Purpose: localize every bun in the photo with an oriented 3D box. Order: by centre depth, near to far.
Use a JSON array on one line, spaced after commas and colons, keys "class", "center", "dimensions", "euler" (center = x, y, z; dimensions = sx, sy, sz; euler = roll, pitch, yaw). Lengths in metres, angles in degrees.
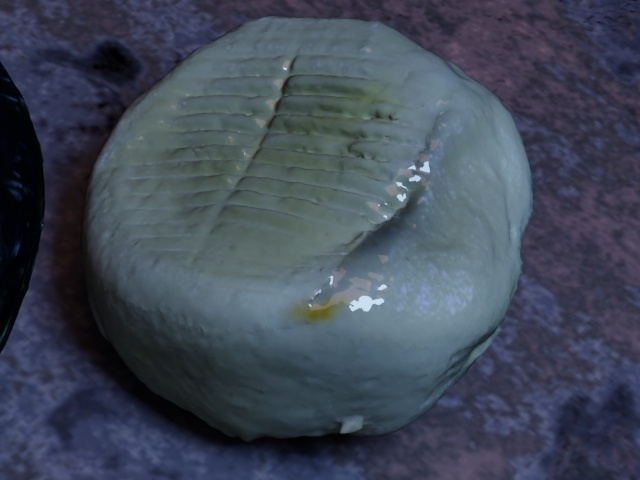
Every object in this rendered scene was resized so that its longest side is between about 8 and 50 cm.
[{"class": "bun", "center": [0.000, 0.000, 0.960], "dimensions": [0.229, 0.145, 0.229], "euler": [-14, 48, 16]}]

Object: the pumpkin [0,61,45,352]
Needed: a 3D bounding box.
[{"class": "pumpkin", "center": [-0.269, -0.013, 0.786], "dimensions": [0.315, 0.315, 0.238], "euler": [15, 71, -3]}]
